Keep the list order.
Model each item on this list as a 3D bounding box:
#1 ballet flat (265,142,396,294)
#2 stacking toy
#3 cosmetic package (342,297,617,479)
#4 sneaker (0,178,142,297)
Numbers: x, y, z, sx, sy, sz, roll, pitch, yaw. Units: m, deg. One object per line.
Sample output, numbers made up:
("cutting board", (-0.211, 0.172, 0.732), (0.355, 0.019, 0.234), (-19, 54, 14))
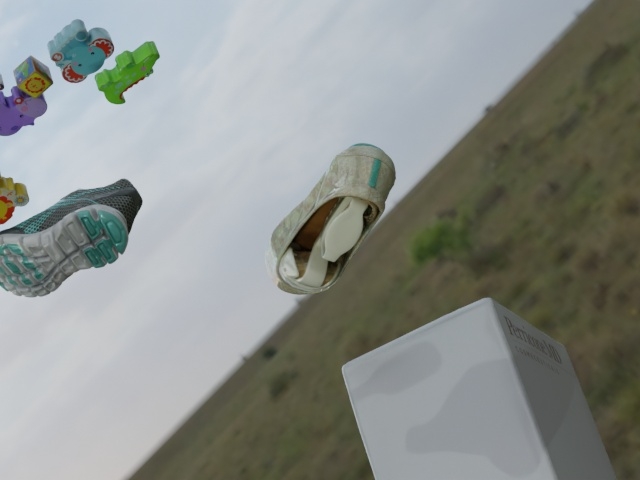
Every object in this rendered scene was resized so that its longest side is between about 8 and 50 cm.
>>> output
("ballet flat", (0.000, 0.000, 0.938), (0.168, 0.057, 0.052), (120, 163, -50))
("stacking toy", (-0.228, -0.134, 1.190), (0.221, 0.167, 0.052), (-37, -42, 17))
("cosmetic package", (0.194, 0.303, 1.256), (0.161, 0.453, 0.230), (-27, -25, 19))
("sneaker", (-0.208, -0.005, 1.148), (0.166, 0.065, 0.076), (-15, 29, 32))
